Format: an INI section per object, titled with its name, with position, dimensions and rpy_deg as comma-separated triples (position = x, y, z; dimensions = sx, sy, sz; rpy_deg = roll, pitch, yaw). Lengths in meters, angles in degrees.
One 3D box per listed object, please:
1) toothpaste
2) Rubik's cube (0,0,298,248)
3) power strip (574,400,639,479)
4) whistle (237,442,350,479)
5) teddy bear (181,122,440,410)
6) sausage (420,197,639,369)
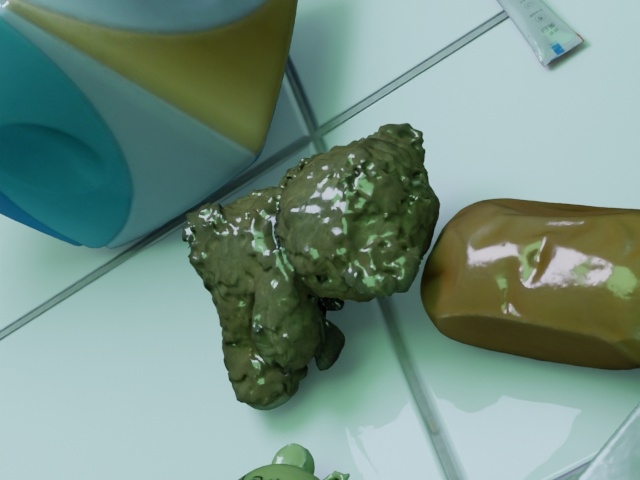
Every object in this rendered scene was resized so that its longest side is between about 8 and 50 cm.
[toothpaste]
position = 0.213, -0.253, 1.029
dimensions = 0.048, 0.031, 0.190
rpy_deg = -32, 50, 7
[Rubik's cube]
position = -0.259, -0.231, 1.060
dimensions = 0.351, 0.347, 0.352
rpy_deg = -21, 49, 44
[power strip]
position = 0.279, 0.137, 0.689
dimensions = 0.385, 0.062, 0.091
rpy_deg = -48, 46, -5
[whistle]
position = -0.087, 0.283, 0.800
dimensions = 0.288, 0.106, 0.131
rpy_deg = -39, 39, 4
[teddy bear]
position = 0.000, 0.000, 0.893
dimensions = 0.256, 0.156, 0.267
rpy_deg = -19, 49, 32
[sausage]
position = 0.193, 0.032, 0.778
dimensions = 0.241, 0.120, 0.136
rpy_deg = 10, 66, 43
